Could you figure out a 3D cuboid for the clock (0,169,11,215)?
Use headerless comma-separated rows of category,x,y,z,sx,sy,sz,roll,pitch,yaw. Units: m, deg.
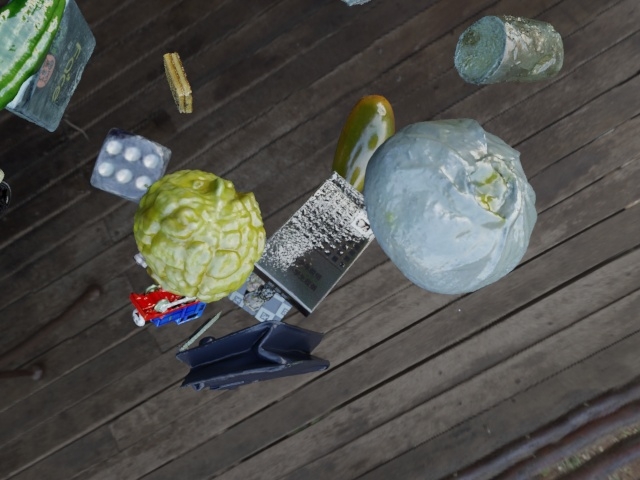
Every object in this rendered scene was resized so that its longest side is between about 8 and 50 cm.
clock,-0.742,-0.096,1.121,0.120,0.379,0.276,21,124,9

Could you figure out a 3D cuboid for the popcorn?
popcorn,-0.218,-0.005,1.046,0.206,0.251,0.237,-40,93,-35

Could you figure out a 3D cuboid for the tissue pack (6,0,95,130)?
tissue pack,-0.528,-0.340,1.140,0.103,0.316,0.227,26,88,-13

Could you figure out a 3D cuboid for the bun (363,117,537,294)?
bun,0.260,-0.075,1.137,0.362,0.211,0.361,13,63,-27

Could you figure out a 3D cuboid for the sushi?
sushi,-0.145,0.120,1.604,0.192,0.050,0.215,36,108,-5

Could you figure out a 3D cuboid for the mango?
mango,0.103,-0.237,1.574,0.146,0.129,0.289,43,109,50

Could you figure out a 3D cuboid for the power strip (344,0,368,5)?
power strip,0.059,-0.413,0.771,0.198,0.213,0.064,-7,40,39

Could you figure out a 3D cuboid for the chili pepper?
chili pepper,-0.321,-0.233,0.637,0.100,0.074,0.256,10,64,18

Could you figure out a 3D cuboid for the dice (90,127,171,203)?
dice,-0.533,-0.206,1.711,0.182,0.183,0.181,20,89,-16

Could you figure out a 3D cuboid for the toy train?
toy train,-0.396,0.166,1.590,0.082,0.204,0.131,49,131,24

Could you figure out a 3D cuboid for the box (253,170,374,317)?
box,0.001,0.000,1.383,0.180,0.047,0.325,41,59,2

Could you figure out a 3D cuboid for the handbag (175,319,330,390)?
handbag,-0.144,0.244,1.267,0.269,0.326,0.118,-16,73,11

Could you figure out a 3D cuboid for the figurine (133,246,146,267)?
figurine,-0.421,0.006,1.529,0.129,0.072,0.054,-45,37,-5

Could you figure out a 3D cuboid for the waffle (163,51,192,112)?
waffle,-0.398,-0.440,1.697,0.042,0.102,0.147,-17,75,-17

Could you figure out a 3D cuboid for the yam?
yam,0.437,-0.435,1.382,0.255,0.154,0.153,-10,79,-29

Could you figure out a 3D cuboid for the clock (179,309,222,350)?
clock,-0.172,0.128,0.874,0.010,0.074,0.083,46,113,-2
